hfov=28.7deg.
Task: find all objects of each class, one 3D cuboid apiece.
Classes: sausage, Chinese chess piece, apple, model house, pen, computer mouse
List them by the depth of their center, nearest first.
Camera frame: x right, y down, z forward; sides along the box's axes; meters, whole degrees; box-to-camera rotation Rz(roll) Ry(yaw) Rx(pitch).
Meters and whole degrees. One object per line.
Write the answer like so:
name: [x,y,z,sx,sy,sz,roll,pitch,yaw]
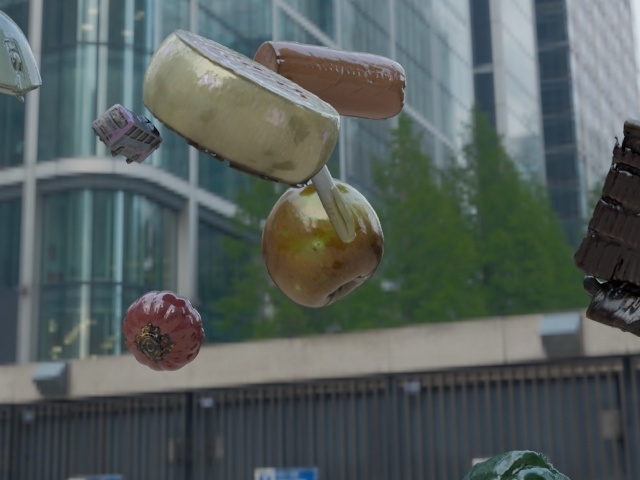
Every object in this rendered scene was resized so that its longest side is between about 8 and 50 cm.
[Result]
model house: [0.475,-0.001,1.418,0.317,0.297,0.282,30,-16,36]
computer mouse: [-0.417,-0.251,1.606,0.089,0.182,0.056,-9,-35,-46]
Chinese chess piece: [-0.105,-0.175,1.661,0.270,0.112,0.270,28,11,-6]
pen: [-0.002,-0.104,1.885,0.032,0.233,0.040,-27,3,-34]
apple: [0.000,0.000,2.244,0.237,0.208,0.237,-30,-17,-10]
sausage: [0.023,-0.288,2.262,0.304,0.121,0.121,3,-14,-32]

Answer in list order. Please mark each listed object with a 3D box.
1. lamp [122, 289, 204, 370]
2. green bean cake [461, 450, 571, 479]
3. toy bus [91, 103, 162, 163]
lamp: [-0.201,0.116,1.604,0.107,0.108,0.092,-7,21,21]
green bean cake: [0.276,0.478,1.686,0.300,0.308,0.169,41,-24,1]
toy bus: [-0.216,-0.119,1.405,0.052,0.037,0.130,-41,-9,3]
